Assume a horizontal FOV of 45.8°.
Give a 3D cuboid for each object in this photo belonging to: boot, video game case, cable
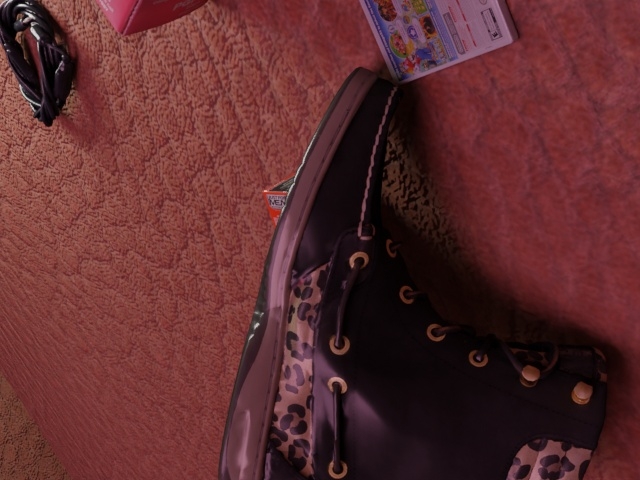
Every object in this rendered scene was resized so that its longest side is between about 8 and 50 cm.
[{"bbox_3d":[0.091,0.070,0.635,0.284,0.377,0.138,16,178,5],"label":"boot"},{"bbox_3d":[0.086,-0.176,0.582,0.122,0.011,0.087,-9,111,51],"label":"video game case"},{"bbox_3d":[-0.404,-0.245,1.057,0.150,0.047,0.184,47,144,12],"label":"cable"}]

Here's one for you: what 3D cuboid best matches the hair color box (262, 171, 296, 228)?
[{"bbox_3d":[0.000,0.000,0.766,0.043,0.072,0.141,7,121,46],"label":"hair color box"}]

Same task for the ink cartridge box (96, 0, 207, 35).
[{"bbox_3d":[-0.137,-0.338,0.619,0.207,0.117,0.283,57,145,-1],"label":"ink cartridge box"}]
